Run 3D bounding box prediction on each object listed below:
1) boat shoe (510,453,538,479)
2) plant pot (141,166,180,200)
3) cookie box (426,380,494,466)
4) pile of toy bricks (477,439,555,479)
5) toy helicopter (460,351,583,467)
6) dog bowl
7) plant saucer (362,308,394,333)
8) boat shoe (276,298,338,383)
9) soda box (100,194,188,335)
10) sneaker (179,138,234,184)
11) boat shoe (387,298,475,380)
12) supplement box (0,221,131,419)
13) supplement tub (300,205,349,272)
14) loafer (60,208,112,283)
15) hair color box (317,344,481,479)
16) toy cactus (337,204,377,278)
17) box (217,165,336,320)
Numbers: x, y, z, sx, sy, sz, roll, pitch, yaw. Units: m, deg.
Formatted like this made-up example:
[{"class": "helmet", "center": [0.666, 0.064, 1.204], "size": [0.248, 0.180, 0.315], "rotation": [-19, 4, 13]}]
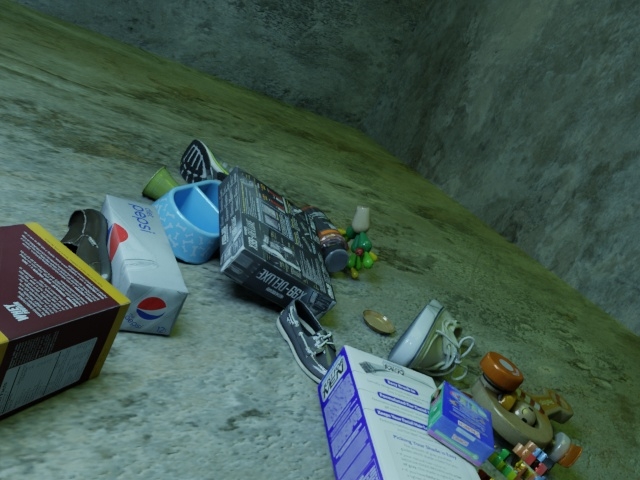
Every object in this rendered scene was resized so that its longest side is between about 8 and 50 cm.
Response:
[{"class": "boat shoe", "center": [0.367, 0.422, 0.999], "size": [0.045, 0.050, 0.135], "rotation": [27, 19, 10]}, {"class": "plant pot", "center": [-0.356, -0.114, 1.312], "size": [0.079, 0.083, 0.083], "rotation": [40, 19, -7]}, {"class": "cookie box", "center": [0.212, 0.275, 0.858], "size": [0.092, 0.040, 0.107], "rotation": [34, 18, 5]}, {"class": "pile of toy bricks", "center": [0.281, 0.349, 0.876], "size": [0.105, 0.118, 0.212], "rotation": [42, -3, 32]}, {"class": "toy helicopter", "center": [0.442, 0.355, 1.150], "size": [0.355, 0.140, 0.235], "rotation": [12, 26, -48]}, {"class": "dog bowl", "center": [-0.251, -0.051, 1.227], "size": [0.166, 0.074, 0.297], "rotation": [47, 22, 3]}, {"class": "plant saucer", "center": [0.130, 0.190, 1.300], "size": [0.083, 0.015, 0.083], "rotation": [25, 20, -9]}, {"class": "boat shoe", "center": [-0.011, 0.187, 1.039], "size": [0.075, 0.065, 0.206], "rotation": [9, 28, -44]}, {"class": "soda box", "center": [-0.315, 0.033, 0.965], "size": [0.098, 0.091, 0.286], "rotation": [14, 24, -34]}, {"class": "sneaker", "center": [-0.271, -0.163, 1.524], "size": [0.300, 0.111, 0.121], "rotation": [47, 16, 29]}, {"class": "boat shoe", "center": [0.258, 0.233, 1.228], "size": [0.156, 0.136, 0.367], "rotation": [37, 11, 14]}, {"class": "supplement box", "center": [-0.382, 0.090, 0.678], "size": [0.191, 0.129, 0.194], "rotation": [35, 20, 16]}, {"class": "supplement tub", "center": [0.000, 0.000, 1.459], "size": [0.106, 0.106, 0.198], "rotation": [15, 24, -35]}, {"class": "loafer", "center": [-0.395, 0.011, 0.927], "size": [0.078, 0.080, 0.220], "rotation": [15, 24, -36]}, {"class": "hair color box", "center": [0.117, 0.318, 0.830], "size": [0.185, 0.110, 0.339], "rotation": [24, 22, -19]}, {"class": "toy cactus", "center": [0.092, -0.006, 1.513], "size": [0.112, 0.180, 0.219], "rotation": [5, 18, -6]}, {"class": "box", "center": [-0.099, 0.003, 1.206], "size": [0.242, 0.076, 0.307], "rotation": [33, 25, -31]}]
